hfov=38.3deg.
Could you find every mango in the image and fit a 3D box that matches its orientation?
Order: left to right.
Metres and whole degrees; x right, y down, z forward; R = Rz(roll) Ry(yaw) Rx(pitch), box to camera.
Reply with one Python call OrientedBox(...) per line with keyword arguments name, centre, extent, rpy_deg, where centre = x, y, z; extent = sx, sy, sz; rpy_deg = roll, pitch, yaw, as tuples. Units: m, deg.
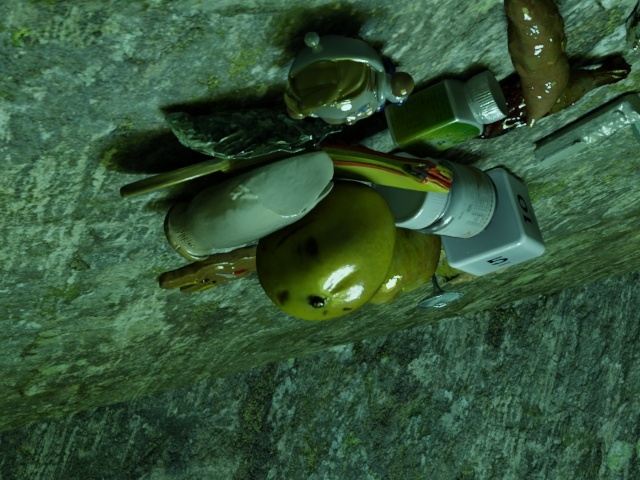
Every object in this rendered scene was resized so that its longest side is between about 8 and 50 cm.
OrientedBox(name="mango", centre=(0.000, 0.000, 1.833), extent=(0.301, 0.220, 0.445), rpy_deg=(-47, -161, 6))

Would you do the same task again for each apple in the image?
OrientedBox(name="apple", centre=(0.149, 0.025, 2.117), extent=(0.264, 0.264, 0.264), rpy_deg=(-13, 164, -4))

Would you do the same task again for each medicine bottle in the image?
OrientedBox(name="medicine bottle", centre=(0.244, -0.093, 1.938), extent=(0.165, 0.165, 0.273), rpy_deg=(-25, 160, 35))
OrientedBox(name="medicine bottle", centre=(0.226, -0.223, 1.625), extent=(0.188, 0.088, 0.132), rpy_deg=(-21, 163, 26))

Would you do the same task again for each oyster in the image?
OrientedBox(name="oyster", centre=(-0.099, -0.178, 1.508), extent=(0.252, 0.087, 0.199), rpy_deg=(9, -156, 16))

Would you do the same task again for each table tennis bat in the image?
OrientedBox(name="table tennis bat", centre=(-0.194, -0.129, 1.609), extent=(0.320, 0.050, 0.198), rpy_deg=(-18, -173, -7))

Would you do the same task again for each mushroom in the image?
OrientedBox(name="mushroom", centre=(-0.153, -0.057, 1.715), extent=(0.407, 0.137, 0.154), rpy_deg=(-24, -164, 45))

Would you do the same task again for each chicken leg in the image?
OrientedBox(name="chicken leg", centre=(0.402, -0.259, 1.691), extent=(0.322, 0.083, 0.177), rpy_deg=(-23, 170, 35))

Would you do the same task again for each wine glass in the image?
OrientedBox(name="wine glass", centre=(0.271, 0.046, 2.298), extent=(0.156, 0.232, 0.156), rpy_deg=(-12, 163, -4))

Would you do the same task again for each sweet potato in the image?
OrientedBox(name="sweet potato", centre=(0.341, -0.306, 1.444), extent=(0.106, 0.095, 0.354), rpy_deg=(-56, 154, -12))

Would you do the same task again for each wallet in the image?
OrientedBox(name="wallet", centre=(0.111, -0.140, 1.685), extent=(0.241, 0.067, 0.141), rpy_deg=(12, 179, 25))

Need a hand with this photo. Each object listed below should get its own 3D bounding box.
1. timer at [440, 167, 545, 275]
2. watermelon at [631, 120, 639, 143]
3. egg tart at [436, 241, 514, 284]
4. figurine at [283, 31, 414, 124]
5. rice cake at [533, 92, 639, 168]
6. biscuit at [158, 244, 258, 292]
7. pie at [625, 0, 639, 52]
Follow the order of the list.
OrientedBox(name="timer", centre=(0.398, -0.039, 2.186), extent=(0.194, 0.192, 0.195), rpy_deg=(-21, 162, 23))
OrientedBox(name="watermelon", centre=(0.808, -0.219, 1.945), extent=(0.264, 0.302, 0.151), rpy_deg=(-22, -161, 24))
OrientedBox(name="egg tart", centre=(0.428, 0.034, 2.549), extent=(0.352, 0.150, 0.352), rpy_deg=(-11, 167, -3))
OrientedBox(name="figurine", centre=(0.060, -0.241, 1.389), extent=(0.274, 0.133, 0.194), rpy_deg=(-11, -177, -43))
OrientedBox(name="rice cake", centre=(0.558, -0.227, 1.933), extent=(0.052, 0.057, 0.256), rpy_deg=(-1, 160, -42))
OrientedBox(name="biscuit", centre=(-0.257, 0.078, 2.318), extent=(0.295, 0.044, 0.186), rpy_deg=(-21, 164, 26))
OrientedBox(name="pie", centre=(0.594, -0.374, 1.487), extent=(0.185, 0.052, 0.218), rpy_deg=(-11, 162, -4))
